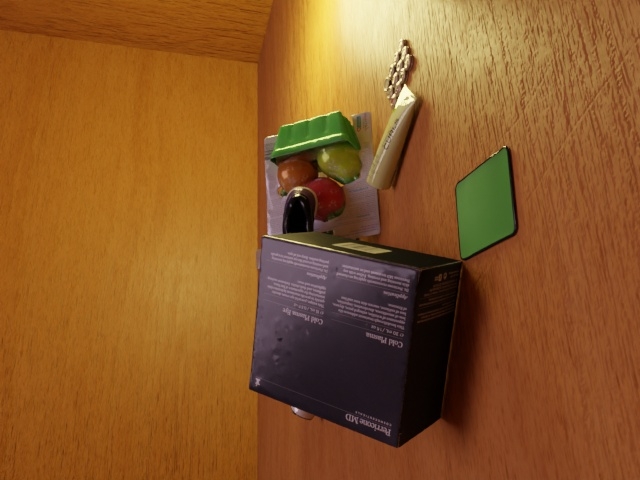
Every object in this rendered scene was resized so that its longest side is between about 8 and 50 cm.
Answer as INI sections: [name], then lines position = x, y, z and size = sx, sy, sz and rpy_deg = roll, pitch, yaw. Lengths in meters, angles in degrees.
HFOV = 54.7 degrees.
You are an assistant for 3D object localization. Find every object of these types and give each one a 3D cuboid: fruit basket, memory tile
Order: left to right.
[fruit basket]
position = 0.002, -0.154, 1.678
size = 0.165, 0.327, 0.352
rpy_deg = 21, -120, -64
[memory tile]
position = 0.186, -0.401, 1.491
size = 0.148, 0.012, 0.113
rpy_deg = 108, 160, -46

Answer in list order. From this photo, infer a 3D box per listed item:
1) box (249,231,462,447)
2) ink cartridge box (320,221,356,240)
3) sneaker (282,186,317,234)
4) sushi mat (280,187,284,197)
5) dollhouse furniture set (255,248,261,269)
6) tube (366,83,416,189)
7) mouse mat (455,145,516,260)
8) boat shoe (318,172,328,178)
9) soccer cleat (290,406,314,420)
[box]
position = 0.057, 0.164, 1.168
size = 0.344, 0.179, 0.312
rpy_deg = 12, 100, 34
[ink cartridge box]
position = 0.000, 0.000, 1.746
size = 0.088, 0.194, 0.234
rpy_deg = 102, 165, -57
[sneaker]
position = -0.063, 0.013, 1.559
size = 0.124, 0.107, 0.283
rpy_deg = -75, -15, -74
[sushi mat]
position = -0.119, -0.074, 1.994
size = 0.316, 0.019, 0.151
rpy_deg = 94, -170, -67
[dollhouse furniture set]
position = 0.020, 0.193, 1.396
size = 0.174, 0.303, 0.355
rpy_deg = -16, 71, 31
[tube]
position = 0.169, -0.235, 1.434
size = 0.070, 0.062, 0.240
rpy_deg = 34, 124, 26
[mouse mat]
position = 0.277, -0.058, 1.053
size = 0.189, 0.007, 0.152
rpy_deg = 131, 141, -69
[boat shoe]
position = -0.047, -0.117, 2.117
size = 0.123, 0.123, 0.341
rpy_deg = -166, 80, -76
[soccer cleat]
position = -0.057, 0.477, 2.095
size = 0.116, 0.109, 0.318
rpy_deg = -62, 17, 10
